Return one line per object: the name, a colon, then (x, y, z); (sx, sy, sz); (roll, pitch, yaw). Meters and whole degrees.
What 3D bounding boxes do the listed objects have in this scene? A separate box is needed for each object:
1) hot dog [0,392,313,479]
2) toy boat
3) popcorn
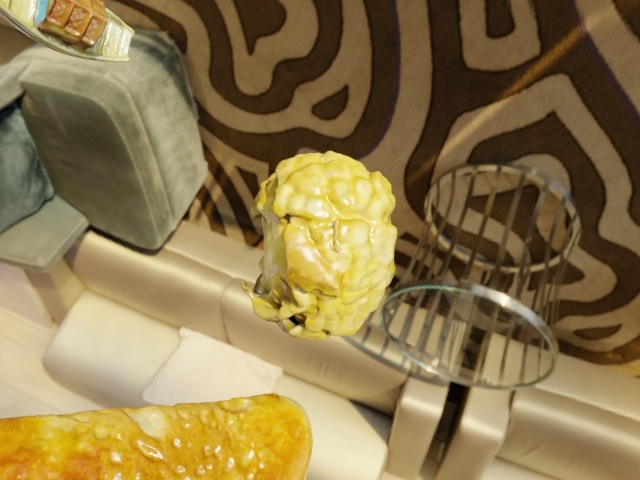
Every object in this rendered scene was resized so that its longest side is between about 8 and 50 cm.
hot dog: (-0.177, 0.283, 0.560); (0.405, 0.223, 0.185); (7, 149, -41)
toy boat: (-0.250, -0.218, 0.524); (0.066, 0.065, 0.172); (4, 169, 37)
popcorn: (0.000, 0.000, 0.720); (0.190, 0.250, 0.250); (14, 147, -9)
